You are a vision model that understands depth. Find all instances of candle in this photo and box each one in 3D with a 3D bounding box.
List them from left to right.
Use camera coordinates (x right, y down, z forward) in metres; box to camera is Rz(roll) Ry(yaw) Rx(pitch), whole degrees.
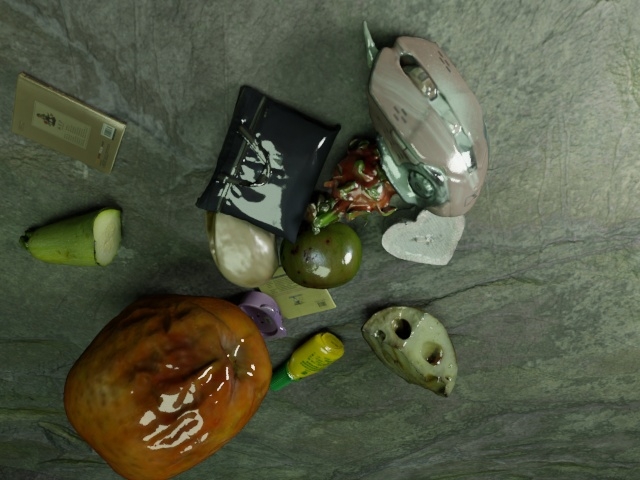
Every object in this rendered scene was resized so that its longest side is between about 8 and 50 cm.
[{"bbox_3d":[0.242,-0.015,0.996,0.192,0.068,0.168,-25,122,25],"label":"candle"}]

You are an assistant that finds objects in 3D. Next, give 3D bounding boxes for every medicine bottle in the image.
[{"bbox_3d":[-0.059,0.379,1.349,0.111,0.076,0.309,34,124,-21],"label":"medicine bottle"}]

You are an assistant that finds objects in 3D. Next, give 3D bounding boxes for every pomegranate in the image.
[{"bbox_3d":[0.012,0.008,0.975,0.179,0.179,0.210,23,98,-17],"label":"pomegranate"}]

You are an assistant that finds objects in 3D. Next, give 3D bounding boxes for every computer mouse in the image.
[{"bbox_3d":[0.190,-0.203,0.753,0.199,0.115,0.389,-41,114,-17],"label":"computer mouse"}]

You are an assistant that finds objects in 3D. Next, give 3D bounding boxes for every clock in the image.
[{"bbox_3d":[-0.150,0.202,1.202,0.110,0.050,0.152,-1,134,21],"label":"clock"}]

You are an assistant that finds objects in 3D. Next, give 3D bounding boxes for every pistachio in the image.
[{"bbox_3d":[-0.172,-0.009,0.959,0.138,0.153,0.237,-7,105,35],"label":"pistachio"}]

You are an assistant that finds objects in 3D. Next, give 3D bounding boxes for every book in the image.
[{"bbox_3d":[-0.502,-0.225,0.883,0.199,0.016,0.138,26,128,-19],"label":"book"},{"bbox_3d":[-0.069,0.135,1.178,0.168,0.013,0.192,-15,129,15],"label":"book"}]

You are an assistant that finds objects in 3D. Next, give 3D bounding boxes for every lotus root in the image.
[{"bbox_3d":[0.256,0.292,1.232,0.210,0.142,0.314,15,150,42],"label":"lotus root"}]

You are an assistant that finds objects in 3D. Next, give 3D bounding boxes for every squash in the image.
[{"bbox_3d":[-0.589,0.015,1.032,0.288,0.137,0.137,-12,130,17],"label":"squash"}]

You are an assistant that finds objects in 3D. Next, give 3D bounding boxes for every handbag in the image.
[{"bbox_3d":[-0.102,-0.141,0.859,0.211,0.088,0.254,20,102,-15],"label":"handbag"}]

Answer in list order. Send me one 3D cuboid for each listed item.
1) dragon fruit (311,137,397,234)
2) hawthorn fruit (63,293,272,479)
[{"bbox_3d":[0.073,-0.093,0.869,0.137,0.135,0.235,31,99,-18],"label":"dragon fruit"},{"bbox_3d":[-0.354,0.325,1.076,0.472,0.471,0.471,1,131,2],"label":"hawthorn fruit"}]
